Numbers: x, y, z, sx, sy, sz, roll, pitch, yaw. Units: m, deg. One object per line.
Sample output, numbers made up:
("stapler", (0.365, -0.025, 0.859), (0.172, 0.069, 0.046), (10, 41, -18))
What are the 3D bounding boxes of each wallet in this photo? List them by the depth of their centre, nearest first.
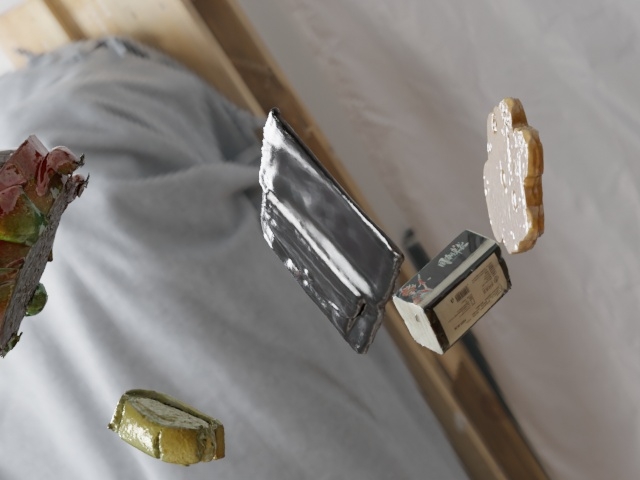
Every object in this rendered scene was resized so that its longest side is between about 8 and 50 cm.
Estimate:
("wallet", (0.000, 0.000, 1.622), (0.041, 0.247, 0.323), (-35, -17, -22))

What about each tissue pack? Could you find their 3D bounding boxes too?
("tissue pack", (0.203, 0.077, 1.958), (0.170, 0.103, 0.090), (-39, 33, -21))

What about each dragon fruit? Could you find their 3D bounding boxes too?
("dragon fruit", (-0.357, 0.005, 1.428), (0.295, 0.130, 0.268), (116, 173, -56))

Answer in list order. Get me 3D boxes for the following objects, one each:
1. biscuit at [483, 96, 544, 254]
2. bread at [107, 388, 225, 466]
("biscuit", (0.345, -0.115, 2.276), (0.051, 0.269, 0.376), (-8, -13, -4))
("bread", (-0.195, 0.244, 1.664), (0.156, 0.117, 0.064), (23, 100, 40))
